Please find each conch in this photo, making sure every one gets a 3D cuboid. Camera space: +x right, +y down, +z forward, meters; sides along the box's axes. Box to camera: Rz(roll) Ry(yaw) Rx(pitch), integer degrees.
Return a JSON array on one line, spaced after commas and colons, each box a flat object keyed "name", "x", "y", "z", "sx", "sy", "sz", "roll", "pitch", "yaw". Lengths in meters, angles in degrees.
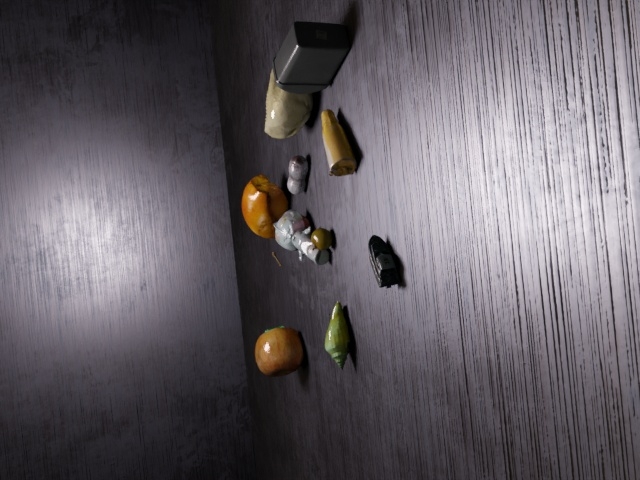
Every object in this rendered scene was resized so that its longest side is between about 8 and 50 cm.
[{"name": "conch", "x": 0.055, "y": 0.305, "z": 1.562, "sx": 0.095, "sy": 0.080, "sz": 0.200, "roll": 95, "pitch": 180, "yaw": -67}]

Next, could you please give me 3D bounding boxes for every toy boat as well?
[{"name": "toy boat", "x": 0.152, "y": 0.048, "z": 1.218, "sx": 0.060, "sy": 0.055, "sz": 0.141, "roll": 101, "pitch": 157, "yaw": -60}]

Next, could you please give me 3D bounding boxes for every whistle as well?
[{"name": "whistle", "x": -0.072, "y": -0.009, "z": 1.787, "sx": 0.142, "sy": 0.134, "sz": 0.346, "roll": -53, "pitch": 38, "yaw": 1}]

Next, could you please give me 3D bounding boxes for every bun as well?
[{"name": "bun", "x": -0.106, "y": -0.470, "z": 1.677, "sx": 0.259, "sy": 0.160, "sz": 0.258, "roll": -173, "pitch": 90, "yaw": -82}]

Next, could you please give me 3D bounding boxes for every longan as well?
[{"name": "longan", "x": 0.000, "y": 0.000, "z": 1.620, "sx": 0.075, "sy": 0.083, "sz": 0.075, "roll": 44, "pitch": 171, "yaw": 9}]

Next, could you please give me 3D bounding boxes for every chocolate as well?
[{"name": "chocolate", "x": 0.046, "y": -0.289, "z": 1.414, "sx": 0.085, "sy": 0.086, "sz": 0.219, "roll": 112, "pitch": 151, "yaw": -55}, {"name": "chocolate", "x": -0.084, "y": -0.242, "z": 1.811, "sx": 0.072, "sy": 0.072, "sz": 0.166, "roll": -114, "pitch": 23, "yaw": -43}]

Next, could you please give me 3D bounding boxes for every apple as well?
[{"name": "apple", "x": -0.176, "y": 0.478, "z": 2.102, "sx": 0.211, "sy": 0.211, "sz": 0.187, "roll": 113, "pitch": 145, "yaw": -55}]

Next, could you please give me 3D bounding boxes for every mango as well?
[{"name": "mango", "x": -0.233, "y": -0.134, "z": 2.143, "sx": 0.349, "sy": 0.199, "sz": 0.201, "roll": 87, "pitch": -165, "yaw": -52}]

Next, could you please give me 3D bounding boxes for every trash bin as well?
[{"name": "trash bin", "x": -0.034, "y": -0.520, "z": 1.416, "sx": 0.236, "sy": 0.177, "sz": 0.101, "roll": 144, "pitch": 119, "yaw": -64}]

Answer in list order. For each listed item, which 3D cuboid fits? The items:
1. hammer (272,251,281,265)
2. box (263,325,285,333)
[{"name": "hammer", "x": -0.212, "y": 0.093, "z": 2.395, "sx": 0.123, "sy": 0.014, "sz": 0.029, "roll": -131, "pitch": 30, "yaw": -56}, {"name": "box", "x": -0.232, "y": 0.537, "z": 2.455, "sx": 0.250, "sy": 0.103, "sz": 0.179, "roll": 122, "pitch": 138, "yaw": -64}]
